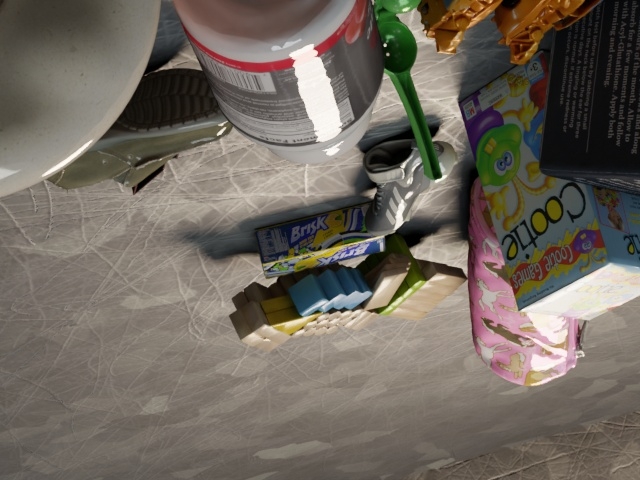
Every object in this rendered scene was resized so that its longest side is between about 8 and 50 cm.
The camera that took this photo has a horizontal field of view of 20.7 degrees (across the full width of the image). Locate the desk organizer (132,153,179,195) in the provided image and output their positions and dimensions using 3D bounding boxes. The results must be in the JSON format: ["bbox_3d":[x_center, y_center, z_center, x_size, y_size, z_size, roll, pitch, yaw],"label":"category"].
[{"bbox_3d":[-0.189,-0.103,1.979,0.047,0.050,0.130,-8,158,-16],"label":"desk organizer"}]

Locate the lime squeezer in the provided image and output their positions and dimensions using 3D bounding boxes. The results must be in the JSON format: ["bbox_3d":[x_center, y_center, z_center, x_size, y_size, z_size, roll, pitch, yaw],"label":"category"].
[{"bbox_3d":[0.088,-0.219,1.771,0.059,0.110,0.310,-8,121,-20],"label":"lime squeezer"}]

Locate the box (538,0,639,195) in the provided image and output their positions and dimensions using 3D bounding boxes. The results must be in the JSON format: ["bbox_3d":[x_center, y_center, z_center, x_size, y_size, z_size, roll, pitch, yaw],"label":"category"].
[{"bbox_3d":[0.483,-0.147,1.871,0.395,0.212,0.293,5,178,45],"label":"box"}]

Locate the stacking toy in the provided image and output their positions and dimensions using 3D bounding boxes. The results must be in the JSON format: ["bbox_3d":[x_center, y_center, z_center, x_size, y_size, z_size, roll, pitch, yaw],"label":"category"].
[{"bbox_3d":[-0.348,-0.180,1.475,0.350,0.350,0.480,-7,177,-18],"label":"stacking toy"}]

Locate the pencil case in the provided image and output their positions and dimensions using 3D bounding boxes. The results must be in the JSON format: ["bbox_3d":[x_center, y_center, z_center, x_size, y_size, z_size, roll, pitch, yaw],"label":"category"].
[{"bbox_3d":[0.288,0.048,2.419,0.167,0.160,0.386,-12,146,-1],"label":"pencil case"}]

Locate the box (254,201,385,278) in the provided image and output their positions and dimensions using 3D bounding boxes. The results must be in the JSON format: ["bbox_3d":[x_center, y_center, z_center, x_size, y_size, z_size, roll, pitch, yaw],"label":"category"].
[{"bbox_3d":[0.000,0.000,2.348,0.169,0.054,0.059,-13,159,-2],"label":"box"}]

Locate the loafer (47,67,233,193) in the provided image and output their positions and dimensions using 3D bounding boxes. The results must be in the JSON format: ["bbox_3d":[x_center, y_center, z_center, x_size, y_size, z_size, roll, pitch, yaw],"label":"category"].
[{"bbox_3d":[-0.198,-0.113,1.875,0.251,0.094,0.087,-11,139,17],"label":"loafer"}]

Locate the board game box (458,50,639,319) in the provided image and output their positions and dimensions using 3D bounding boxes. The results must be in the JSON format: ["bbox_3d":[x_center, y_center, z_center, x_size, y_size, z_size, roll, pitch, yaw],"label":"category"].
[{"bbox_3d":[0.290,-0.062,2.076,0.144,0.275,0.142,9,148,-45],"label":"board game box"}]

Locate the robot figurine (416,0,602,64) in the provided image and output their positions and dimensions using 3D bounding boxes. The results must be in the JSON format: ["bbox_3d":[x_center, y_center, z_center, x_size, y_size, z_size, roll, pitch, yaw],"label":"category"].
[{"bbox_3d":[0.238,-0.285,1.750,0.211,0.085,0.291,3,153,-34],"label":"robot figurine"}]

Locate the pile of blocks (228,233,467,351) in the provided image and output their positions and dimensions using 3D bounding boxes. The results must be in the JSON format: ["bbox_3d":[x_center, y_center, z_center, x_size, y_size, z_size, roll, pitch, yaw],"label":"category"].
[{"bbox_3d":[0.029,0.050,2.433,0.362,0.112,0.149,-10,149,-33],"label":"pile of blocks"}]

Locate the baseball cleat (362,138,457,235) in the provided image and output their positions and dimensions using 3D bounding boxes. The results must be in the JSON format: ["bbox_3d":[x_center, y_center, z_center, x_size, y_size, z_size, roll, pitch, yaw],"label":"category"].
[{"bbox_3d":[0.087,-0.076,2.222,0.109,0.072,0.206,13,144,-25],"label":"baseball cleat"}]

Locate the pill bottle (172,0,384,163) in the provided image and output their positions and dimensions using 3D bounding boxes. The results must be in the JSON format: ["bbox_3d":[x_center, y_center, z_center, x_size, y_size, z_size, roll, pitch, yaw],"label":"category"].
[{"bbox_3d":[-0.031,-0.192,1.687,0.176,0.176,0.318,-15,159,2],"label":"pill bottle"}]
